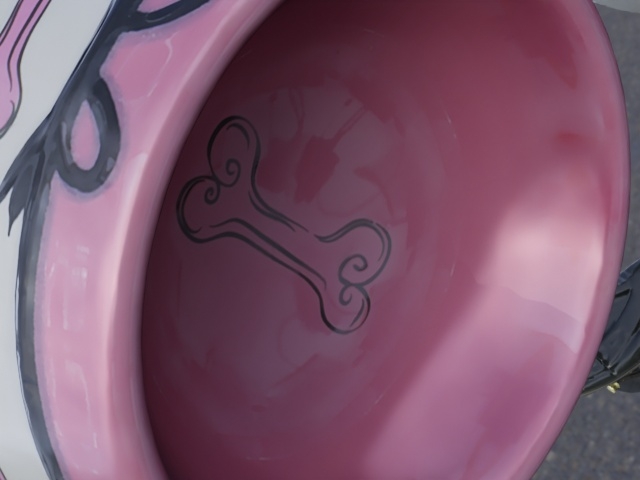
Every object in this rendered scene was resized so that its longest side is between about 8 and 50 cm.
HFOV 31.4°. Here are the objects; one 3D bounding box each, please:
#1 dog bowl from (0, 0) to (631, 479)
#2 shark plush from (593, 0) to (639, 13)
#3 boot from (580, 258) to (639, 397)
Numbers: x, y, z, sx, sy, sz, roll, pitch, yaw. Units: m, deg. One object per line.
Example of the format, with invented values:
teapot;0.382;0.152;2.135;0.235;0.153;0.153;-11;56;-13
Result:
dog bowl;0.000;0.000;0.569;0.150;0.408;0.408;19;76;45
shark plush;0.208;-0.194;0.795;0.067;0.161;0.073;-67;-28;-13
boot;0.223;0.091;0.909;0.236;0.085;0.178;-25;-25;-4
